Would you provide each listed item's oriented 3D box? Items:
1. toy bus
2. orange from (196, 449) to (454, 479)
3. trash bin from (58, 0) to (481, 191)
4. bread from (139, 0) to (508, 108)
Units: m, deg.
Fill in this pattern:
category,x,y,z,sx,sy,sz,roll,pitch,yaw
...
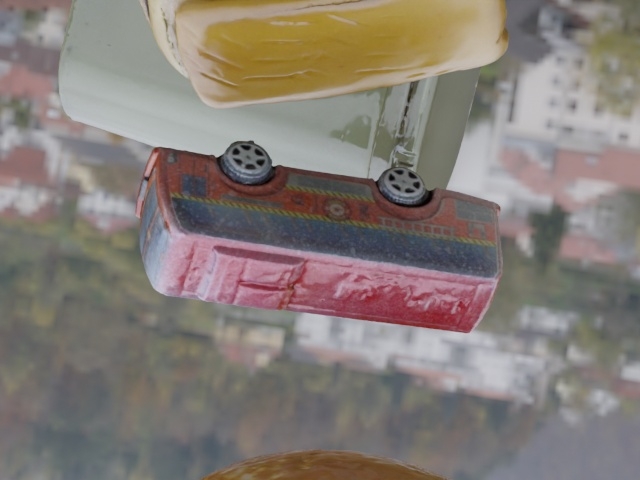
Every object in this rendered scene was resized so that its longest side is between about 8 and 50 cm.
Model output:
category,x,y,z,sx,sy,sz,roll,pitch,yaw
toy bus,0.000,0.000,0.955,0.192,0.077,0.065,7,135,-13
orange,0.031,0.331,1.145,0.326,0.424,0.424,-22,159,32
trash bin,-0.022,-0.153,1.136,0.247,0.243,0.121,18,-169,14
bread,0.001,-0.132,0.982,0.200,0.077,0.116,-9,151,6
